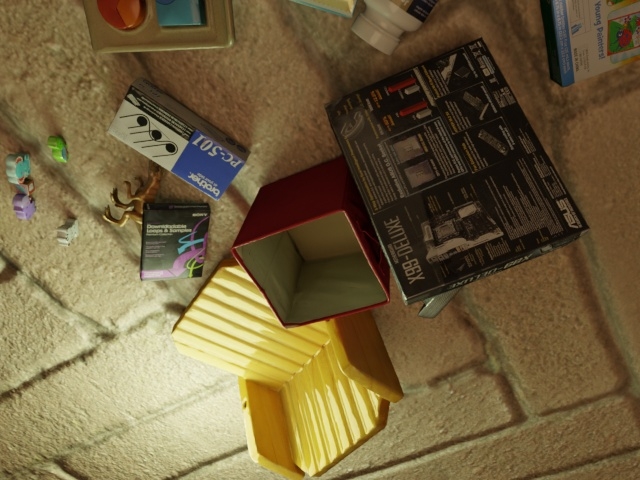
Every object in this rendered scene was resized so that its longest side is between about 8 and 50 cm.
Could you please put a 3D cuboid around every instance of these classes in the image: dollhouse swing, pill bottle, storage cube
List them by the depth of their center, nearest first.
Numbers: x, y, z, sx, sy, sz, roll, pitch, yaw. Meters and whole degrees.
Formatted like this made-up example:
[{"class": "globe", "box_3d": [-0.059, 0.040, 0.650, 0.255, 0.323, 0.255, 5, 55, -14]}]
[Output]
[{"class": "pill bottle", "box_3d": [0.114, -0.339, 0.612, 0.094, 0.094, 0.169, 27, 120, -14]}, {"class": "storage cube", "box_3d": [0.000, 0.000, 0.768, 0.215, 0.193, 0.183, -19, 120, 19]}, {"class": "dollhouse swing", "box_3d": [-0.097, 0.255, 0.903, 0.305, 0.315, 0.347, 20, 124, -34]}]

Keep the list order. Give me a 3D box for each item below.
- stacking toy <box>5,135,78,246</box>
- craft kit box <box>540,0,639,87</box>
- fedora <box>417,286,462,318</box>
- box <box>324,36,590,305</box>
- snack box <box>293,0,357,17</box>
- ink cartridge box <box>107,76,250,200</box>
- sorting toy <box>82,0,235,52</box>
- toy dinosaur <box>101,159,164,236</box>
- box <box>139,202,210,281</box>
[{"class": "stacking toy", "box_3d": [-0.533, -0.095, 0.821, 0.167, 0.052, 0.221, 9, 122, -4]}, {"class": "craft kit box", "box_3d": [0.420, -0.368, 0.608, 0.247, 0.061, 0.249, -16, 121, 15]}, {"class": "fedora", "box_3d": [0.222, -0.002, 0.783, 0.124, 0.244, 0.275, 40, 114, 13]}, {"class": "box", "box_3d": [0.172, -0.095, 0.643, 0.243, 0.307, 0.076, -23, 164, 4]}, {"class": "snack box", "box_3d": [-0.002, -0.464, 0.556, 0.187, 0.060, 0.321, 15, 122, -5]}, {"class": "ink cartridge box", "box_3d": [-0.231, -0.164, 0.768, 0.207, 0.046, 0.097, 33, 119, -18]}, {"class": "sorting toy", "box_3d": [-0.229, -0.404, 0.584, 0.229, 0.041, 0.307, 3, 114, 13]}, {"class": "toy dinosaur", "box_3d": [-0.326, -0.043, 0.839, 0.113, 0.064, 0.211, 11, 123, -6]}, {"class": "box", "box_3d": [-0.271, 0.004, 0.861, 0.116, 0.029, 0.162, -3, 126, -27]}]
